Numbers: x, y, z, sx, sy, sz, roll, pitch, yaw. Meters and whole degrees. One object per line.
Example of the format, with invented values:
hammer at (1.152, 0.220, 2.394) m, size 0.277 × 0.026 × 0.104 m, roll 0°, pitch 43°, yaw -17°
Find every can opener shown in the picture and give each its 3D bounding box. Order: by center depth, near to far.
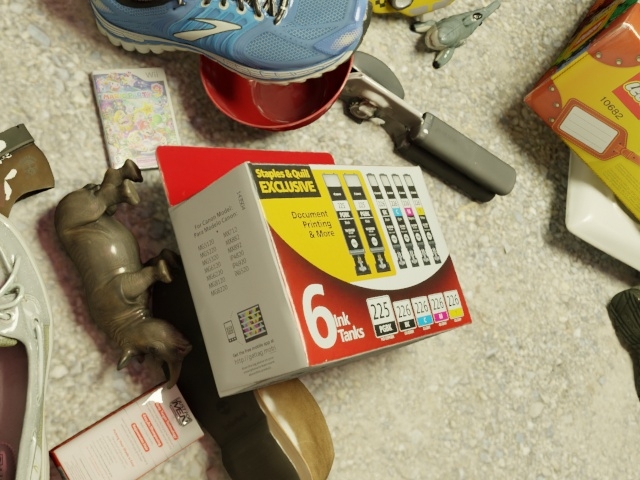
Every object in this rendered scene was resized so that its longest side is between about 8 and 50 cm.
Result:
can opener at (0.145, -0.158, 1.144) m, size 0.283 × 0.076 × 0.095 m, roll 29°, pitch 66°, yaw -19°

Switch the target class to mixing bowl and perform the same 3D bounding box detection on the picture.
mixing bowl at (-0.045, -0.201, 1.024) m, size 0.181 × 0.098 × 0.181 m, roll -2°, pitch 74°, yaw 8°

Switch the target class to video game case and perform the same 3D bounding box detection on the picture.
video game case at (-0.212, -0.141, 0.990) m, size 0.087 × 0.011 × 0.122 m, roll -10°, pitch 81°, yaw -29°

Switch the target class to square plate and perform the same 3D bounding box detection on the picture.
square plate at (0.528, -0.094, 1.312) m, size 0.344 × 0.049 × 0.347 m, roll 26°, pitch 57°, yaw -19°

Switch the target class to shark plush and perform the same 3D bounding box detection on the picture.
shark plush at (0.208, -0.302, 1.218) m, size 0.161 × 0.067 × 0.073 m, roll -21°, pitch 87°, yaw -30°

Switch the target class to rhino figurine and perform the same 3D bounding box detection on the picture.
rhino figurine at (-0.203, 0.043, 0.899) m, size 0.106 × 0.073 × 0.243 m, roll -24°, pitch 86°, yaw 10°

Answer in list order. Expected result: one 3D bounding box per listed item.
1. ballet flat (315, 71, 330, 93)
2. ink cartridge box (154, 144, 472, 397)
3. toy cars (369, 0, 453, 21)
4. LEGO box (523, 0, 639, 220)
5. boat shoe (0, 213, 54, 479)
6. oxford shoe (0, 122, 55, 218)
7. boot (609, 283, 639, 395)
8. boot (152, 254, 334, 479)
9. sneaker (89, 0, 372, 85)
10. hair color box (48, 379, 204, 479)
ballet flat at (-0.004, -0.257, 1.114) m, size 0.052 × 0.057 × 0.168 m, roll 3°, pitch 70°, yaw 2°
ink cartridge box at (0.000, 0.000, 0.933) m, size 0.309 × 0.130 × 0.272 m, roll -6°, pitch 75°, yaw -52°
toy cars at (0.189, -0.428, 1.227) m, size 0.176 × 0.087 × 0.394 m, roll 23°, pitch 59°, yaw 19°
LEGO box at (0.586, -0.167, 1.228) m, size 0.500 × 0.193 × 0.372 m, roll 44°, pitch 53°, yaw -7°
boat shoe at (-0.309, 0.129, 0.782) m, size 0.118 × 0.103 × 0.320 m, roll -2°, pitch 90°, yaw -12°
oxford shoe at (-0.361, -0.022, 0.842) m, size 0.227 × 0.083 × 0.096 m, roll -39°, pitch 103°, yaw -28°
boot at (0.539, 0.163, 1.263) m, size 0.161 × 0.083 × 0.246 m, roll -15°, pitch 83°, yaw -34°
boot at (-0.085, 0.152, 0.949) m, size 0.305 × 0.112 × 0.115 m, roll 62°, pitch 29°, yaw 5°
sneaker at (-0.109, -0.260, 0.921) m, size 0.330 × 0.147 × 0.130 m, roll 8°, pitch 77°, yaw 7°
hair color box at (-0.201, 0.211, 0.885) m, size 0.141 × 0.043 × 0.072 m, roll -29°, pitch 90°, yaw -29°
